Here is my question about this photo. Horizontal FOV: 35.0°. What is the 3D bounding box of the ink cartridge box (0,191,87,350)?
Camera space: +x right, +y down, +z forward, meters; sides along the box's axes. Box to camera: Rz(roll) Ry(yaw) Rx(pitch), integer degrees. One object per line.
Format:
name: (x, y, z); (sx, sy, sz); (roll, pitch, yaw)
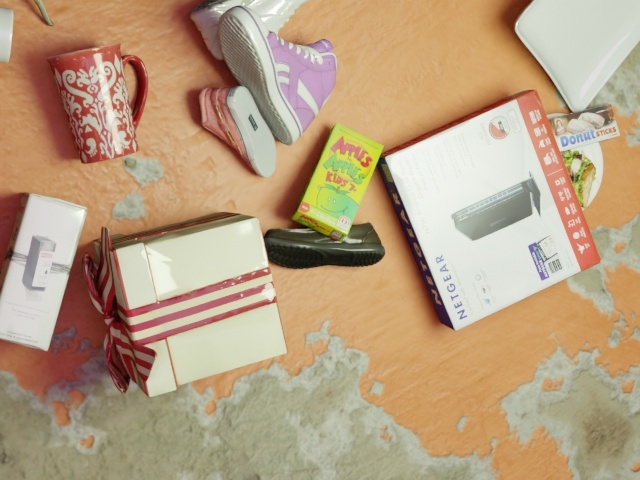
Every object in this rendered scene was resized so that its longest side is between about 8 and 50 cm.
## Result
ink cartridge box: (-0.429, 0.040, 1.529); (0.092, 0.158, 0.218); (18, 87, -20)

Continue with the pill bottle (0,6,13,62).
pill bottle: (-0.547, -0.312, 1.487); (0.180, 0.108, 0.108); (5, 92, -21)

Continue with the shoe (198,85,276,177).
shoe: (-0.136, -0.180, 1.675); (0.063, 0.081, 0.178); (-58, 140, -35)

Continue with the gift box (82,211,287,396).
gift box: (-0.217, 0.082, 1.554); (0.258, 0.276, 0.255); (-15, 94, -17)

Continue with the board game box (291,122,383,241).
board game box: (0.030, -0.099, 1.709); (0.092, 0.043, 0.181); (26, 66, -7)

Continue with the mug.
mug: (-0.328, -0.215, 1.575); (0.150, 0.113, 0.169); (-15, 102, -17)

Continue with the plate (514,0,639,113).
plate: (0.483, -0.411, 1.839); (0.277, 0.045, 0.278); (-51, 132, -1)

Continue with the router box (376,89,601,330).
router box: (0.297, -0.054, 1.801); (0.301, 0.082, 0.335); (-25, 99, -9)

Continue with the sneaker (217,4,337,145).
sneaker: (-0.060, -0.300, 1.629); (0.161, 0.102, 0.282); (-48, 147, -16)

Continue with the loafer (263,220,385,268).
loafer: (0.000, 0.000, 1.736); (0.220, 0.080, 0.078); (4, 60, -19)

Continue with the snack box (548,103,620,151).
snack box: (0.486, -0.208, 1.886); (0.178, 0.022, 0.064); (-16, 91, -36)

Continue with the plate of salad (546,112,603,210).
plate of salad: (0.449, -0.137, 1.895); (0.200, 0.048, 0.200); (-2, 95, -19)

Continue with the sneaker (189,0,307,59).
sneaker: (-0.095, -0.365, 1.670); (0.232, 0.090, 0.115); (-24, 115, -14)

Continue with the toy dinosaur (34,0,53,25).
toy dinosaur: (-0.499, -0.410, 1.492); (0.268, 0.118, 0.064); (38, 91, -18)
